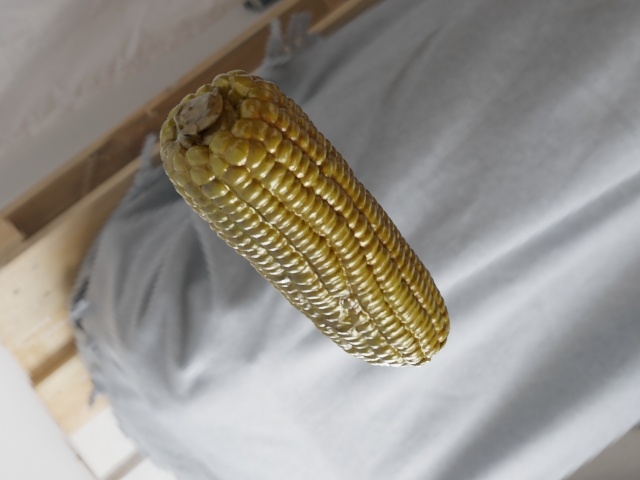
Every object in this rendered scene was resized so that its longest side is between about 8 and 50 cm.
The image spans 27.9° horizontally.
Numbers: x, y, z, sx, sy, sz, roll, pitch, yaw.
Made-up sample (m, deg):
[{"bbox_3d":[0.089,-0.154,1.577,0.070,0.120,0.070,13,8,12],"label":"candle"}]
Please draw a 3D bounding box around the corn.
[{"bbox_3d":[0.000,0.000,0.701,0.080,0.080,0.231,29,165,50],"label":"corn"}]
